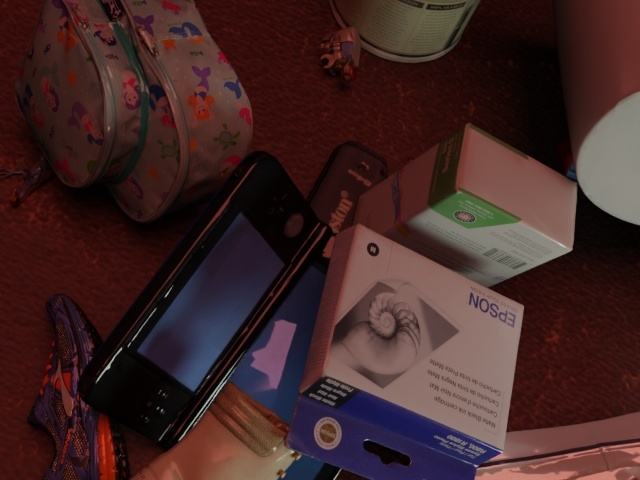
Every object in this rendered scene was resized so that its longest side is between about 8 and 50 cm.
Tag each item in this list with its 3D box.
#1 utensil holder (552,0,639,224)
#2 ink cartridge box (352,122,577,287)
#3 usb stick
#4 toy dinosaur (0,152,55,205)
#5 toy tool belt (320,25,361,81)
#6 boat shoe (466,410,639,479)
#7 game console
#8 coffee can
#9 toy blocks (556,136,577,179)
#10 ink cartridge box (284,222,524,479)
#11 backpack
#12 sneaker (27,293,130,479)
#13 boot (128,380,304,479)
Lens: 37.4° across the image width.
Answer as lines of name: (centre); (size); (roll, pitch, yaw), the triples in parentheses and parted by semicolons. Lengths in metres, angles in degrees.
utensil holder: (0.415, -0.247, 1.033); (0.328, 0.327, 0.385); (9, 60, -10)
ink cartridge box: (0.151, -0.021, 1.041); (0.154, 0.212, 0.093); (24, 58, -21)
usb stick: (0.000, 0.000, 1.104); (0.077, 0.045, 0.278); (27, 61, 1)
toy dinosaur: (-0.318, -0.074, 1.065); (0.090, 0.047, 0.082); (14, 81, -19)
toy tool belt: (0.023, -0.238, 1.227); (0.051, 0.052, 0.083); (-4, 58, 19)
boat shoe: (0.294, 0.274, 0.998); (0.367, 0.136, 0.156); (-5, 66, -13)
game console: (-0.046, 0.106, 0.939); (0.173, 0.250, 0.293); (29, 77, 29)
coffee can: (0.137, -0.384, 1.189); (0.202, 0.275, 0.201); (6, 64, -12)
toy blocks: (0.461, -0.159, 1.239); (0.261, 0.190, 0.381); (20, 62, 9)
ink cartridge box: (0.091, 0.126, 0.920); (0.223, 0.045, 0.224); (25, 63, -23)
backpack: (-0.197, -0.150, 1.017); (0.191, 0.225, 0.253); (-27, 77, -41)
sneaker: (-0.255, 0.155, 0.951); (0.087, 0.083, 0.221); (-14, 64, -7)
boot: (-0.067, 0.251, 0.893); (0.165, 0.077, 0.213); (-46, 111, -8)
